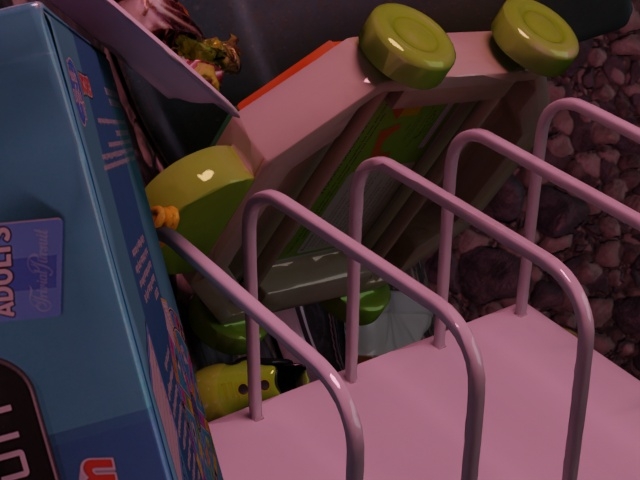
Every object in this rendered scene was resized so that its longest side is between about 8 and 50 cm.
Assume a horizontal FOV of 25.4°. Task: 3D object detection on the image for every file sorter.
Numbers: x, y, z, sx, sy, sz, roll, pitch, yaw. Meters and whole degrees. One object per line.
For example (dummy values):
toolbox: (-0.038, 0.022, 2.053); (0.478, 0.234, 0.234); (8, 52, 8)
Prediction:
file sorter: (0.067, 0.059, 0.708); (0.193, 0.278, 0.173); (36, -45, 45)

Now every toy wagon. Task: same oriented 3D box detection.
toy wagon: (0.005, -0.037, 0.886); (0.344, 0.267, 0.068); (-10, 55, -43)

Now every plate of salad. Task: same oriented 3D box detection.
plate of salad: (-0.106, -0.124, 0.614); (0.200, 0.048, 0.200); (39, 0, 0)

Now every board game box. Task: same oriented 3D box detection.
board game box: (-0.078, 0.097, 0.508); (0.254, 0.079, 0.336); (-137, -148, -84)

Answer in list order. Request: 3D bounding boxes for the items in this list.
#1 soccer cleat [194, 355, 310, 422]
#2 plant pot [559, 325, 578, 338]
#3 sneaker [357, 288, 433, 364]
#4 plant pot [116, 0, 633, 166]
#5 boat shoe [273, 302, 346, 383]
soccer cleat: (-0.037, 0.104, 0.946); (0.179, 0.072, 0.060); (24, 54, -79)
plant pot: (0.163, 0.271, 1.173); (0.366, 0.366, 0.353); (61, 11, -61)
sneaker: (0.049, 0.109, 1.453); (0.290, 0.106, 0.123); (7, 80, -73)
plant pot: (0.032, -0.236, 1.015); (0.341, 0.334, 0.341); (-12, 90, -81)
boat shoe: (0.000, 0.000, 1.226); (0.108, 0.102, 0.301); (-47, 125, -79)
